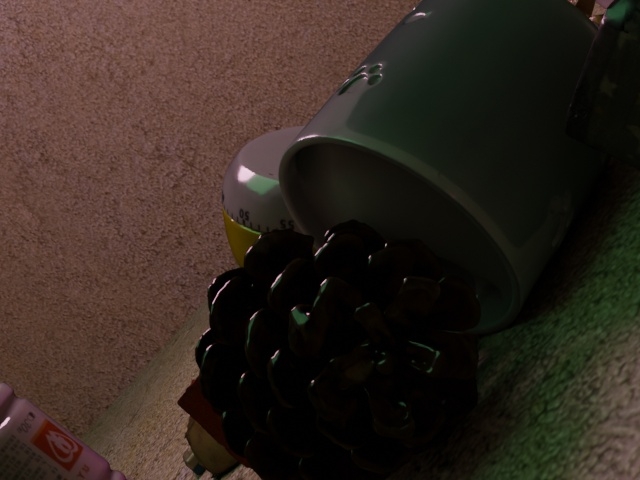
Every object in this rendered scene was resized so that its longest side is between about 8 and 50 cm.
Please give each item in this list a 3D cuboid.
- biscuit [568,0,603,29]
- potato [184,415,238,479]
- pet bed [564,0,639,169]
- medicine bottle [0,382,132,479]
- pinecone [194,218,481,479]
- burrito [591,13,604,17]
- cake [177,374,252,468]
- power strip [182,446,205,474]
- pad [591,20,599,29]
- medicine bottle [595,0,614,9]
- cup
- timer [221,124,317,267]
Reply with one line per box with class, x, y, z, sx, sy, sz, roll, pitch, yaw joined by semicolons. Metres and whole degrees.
biscuit;0.258;-0.199;1.446;0.376;0.051;0.269;-21;50;66
potato;-0.096;0.209;1.553;0.243;0.098;0.138;-53;10;-15
pet bed;0.314;-0.157;0.889;0.211;0.159;0.183;-52;-18;-29
medicine bottle;-0.405;0.377;1.653;0.202;0.316;0.202;-49;9;10
pinecone;0.021;0.093;0.979;0.244;0.244;0.309;-53;18;-26
burrito;0.312;-0.249;1.572;0.096;0.066;0.309;-48;10;-12
cake;-0.030;0.138;1.359;0.283;0.151;0.177;-47;-4;16
power strip;-0.157;0.293;1.709;0.123;0.032;0.056;-50;9;-8
pad;0.225;-0.195;1.355;0.250;0.055;0.323;-49;47;39
medicine bottle;0.359;-0.457;1.604;0.152;0.254;0.152;-47;8;9
cup;0.133;-0.075;1.142;0.274;0.259;0.356;-52;-5;-25
timer;0.000;0.000;1.551;0.285;0.285;0.285;-48;8;9
